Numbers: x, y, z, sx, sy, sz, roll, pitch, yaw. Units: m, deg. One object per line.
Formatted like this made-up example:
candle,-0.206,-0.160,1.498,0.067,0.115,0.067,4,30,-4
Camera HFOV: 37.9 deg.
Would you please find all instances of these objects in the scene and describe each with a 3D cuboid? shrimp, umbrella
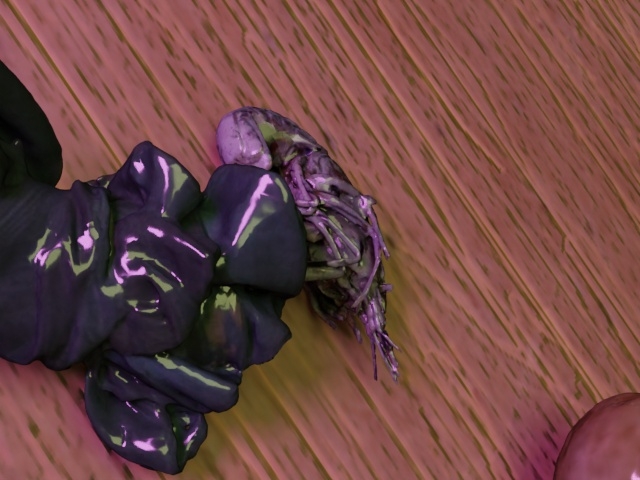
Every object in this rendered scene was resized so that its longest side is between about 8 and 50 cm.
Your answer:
shrimp,0.000,0.000,0.481,0.065,0.056,0.165,-11,65,-45
umbrella,-0.161,-0.012,0.349,0.349,0.094,0.143,26,80,-30

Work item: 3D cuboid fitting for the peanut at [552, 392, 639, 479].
peanut,0.203,0.197,0.468,0.137,0.122,0.253,-6,76,-36
